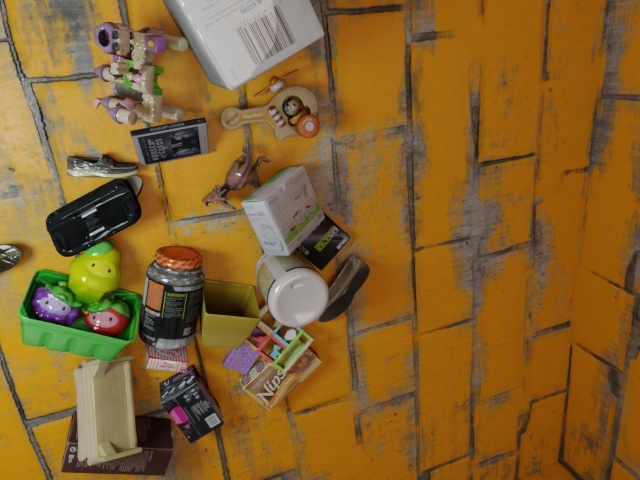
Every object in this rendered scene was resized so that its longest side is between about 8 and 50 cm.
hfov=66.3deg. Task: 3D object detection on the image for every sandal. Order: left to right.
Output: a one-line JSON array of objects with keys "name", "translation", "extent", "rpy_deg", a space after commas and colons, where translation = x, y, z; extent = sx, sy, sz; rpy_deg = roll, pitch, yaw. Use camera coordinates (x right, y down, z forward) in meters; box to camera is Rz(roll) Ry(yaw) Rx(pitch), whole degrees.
[{"name": "sandal", "translation": [-1.078, 0.079, 1.623], "extent": [0.219, 0.060, 0.090], "rpy_deg": [-37, 112, 11]}]

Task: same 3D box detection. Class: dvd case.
[{"name": "dvd case", "translation": [-0.498, -0.329, 1.644], "extent": [0.238, 0.179, 0.030], "rpy_deg": [-15, 70, -15]}]

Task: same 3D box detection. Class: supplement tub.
[{"name": "supplement tub", "translation": [-0.538, 0.205, 1.784], "extent": [0.207, 0.207, 0.338], "rpy_deg": [8, 106, -23]}, {"name": "supplement tub", "translation": [-0.120, 0.164, 1.865], "extent": [0.228, 0.316, 0.229], "rpy_deg": [-7, 111, -18]}]

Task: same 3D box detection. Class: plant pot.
[{"name": "plant pot", "translation": [-0.371, 0.298, 1.894], "extent": [0.212, 0.212, 0.187], "rpy_deg": [10, 118, -24]}]

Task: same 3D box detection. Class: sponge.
[{"name": "sponge", "translation": [-0.308, 0.457, 2.059], "extent": [0.117, 0.031, 0.210], "rpy_deg": [31, 95, -27]}]

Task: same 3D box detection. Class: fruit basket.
[{"name": "fruit basket", "translation": [-0.791, 0.193, 1.671], "extent": [0.391, 0.283, 0.392], "rpy_deg": [-7, 126, -9]}]

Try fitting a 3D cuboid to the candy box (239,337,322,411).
[{"name": "candy box", "translation": [-0.171, 0.563, 2.116], "extent": [0.316, 0.087, 0.183], "rpy_deg": [-42, 116, -2]}]

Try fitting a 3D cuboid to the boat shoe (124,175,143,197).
[{"name": "boat shoe", "translation": [-0.689, -0.124, 1.690], "extent": [0.081, 0.069, 0.228], "rpy_deg": [38, 85, 14]}]

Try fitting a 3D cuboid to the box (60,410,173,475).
[{"name": "box", "translation": [-0.784, 0.792, 1.912], "extent": [0.381, 0.191, 0.143], "rpy_deg": [14, 103, -23]}]

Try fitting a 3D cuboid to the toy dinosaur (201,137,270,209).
[{"name": "toy dinosaur", "translation": [-0.293, -0.215, 1.723], "extent": [0.127, 0.296, 0.200], "rpy_deg": [39, 51, -4]}]

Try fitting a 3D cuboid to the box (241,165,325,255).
[{"name": "box", "translation": [-0.128, -0.111, 1.802], "extent": [0.262, 0.126, 0.231], "rpy_deg": [-49, 125, -41]}]

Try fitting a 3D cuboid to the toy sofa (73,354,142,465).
[{"name": "toy sofa", "translation": [-0.774, 0.607, 1.780], "extent": [0.150, 0.177, 0.363], "rpy_deg": [9, 65, -53]}]

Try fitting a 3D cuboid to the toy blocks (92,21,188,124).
[{"name": "toy blocks", "translation": [-0.602, -0.511, 1.486], "extent": [0.259, 0.309, 0.289], "rpy_deg": [19, 115, 17]}]

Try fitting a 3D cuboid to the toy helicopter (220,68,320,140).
[{"name": "toy helicopter", "translation": [-0.179, -0.466, 1.724], "extent": [0.354, 0.140, 0.235], "rpy_deg": [-12, 110, -14]}]

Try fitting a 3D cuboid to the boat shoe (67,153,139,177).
[{"name": "boat shoe", "translation": [-0.721, -0.251, 1.624], "extent": [0.223, 0.080, 0.074], "rpy_deg": [-3, 115, -15]}]

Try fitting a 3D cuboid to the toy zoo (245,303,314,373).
[{"name": "toy zoo", "translation": [-0.196, 0.386, 2.015], "extent": [0.293, 0.030, 0.192], "rpy_deg": [41, 88, -10]}]

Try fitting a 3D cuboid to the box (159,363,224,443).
[{"name": "box", "translation": [-0.521, 0.660, 1.990], "extent": [0.163, 0.142, 0.247], "rpy_deg": [-29, 117, -11]}]

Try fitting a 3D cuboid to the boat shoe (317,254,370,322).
[{"name": "boat shoe", "translation": [0.082, 0.211, 2.093], "extent": [0.118, 0.103, 0.321], "rpy_deg": [23, 106, -45]}]

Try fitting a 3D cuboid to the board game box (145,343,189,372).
[{"name": "board game box", "translation": [-0.583, 0.422, 1.852], "extent": [0.146, 0.193, 0.045], "rpy_deg": [13, 103, -25]}]

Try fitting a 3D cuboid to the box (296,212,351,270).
[{"name": "box", "translation": [0.000, 0.000, 2.006], "extent": [0.184, 0.045, 0.191], "rpy_deg": [42, 91, -25]}]

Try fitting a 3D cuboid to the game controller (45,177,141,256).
[{"name": "game controller", "translation": [-0.755, -0.076, 1.630], "extent": [0.319, 0.067, 0.167], "rpy_deg": [-27, 89, 2]}]

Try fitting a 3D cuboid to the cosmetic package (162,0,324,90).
[{"name": "cosmetic package", "translation": [-0.250, -0.683, 1.471], "extent": [0.329, 0.393, 0.328], "rpy_deg": [-34, 117, -7]}]
